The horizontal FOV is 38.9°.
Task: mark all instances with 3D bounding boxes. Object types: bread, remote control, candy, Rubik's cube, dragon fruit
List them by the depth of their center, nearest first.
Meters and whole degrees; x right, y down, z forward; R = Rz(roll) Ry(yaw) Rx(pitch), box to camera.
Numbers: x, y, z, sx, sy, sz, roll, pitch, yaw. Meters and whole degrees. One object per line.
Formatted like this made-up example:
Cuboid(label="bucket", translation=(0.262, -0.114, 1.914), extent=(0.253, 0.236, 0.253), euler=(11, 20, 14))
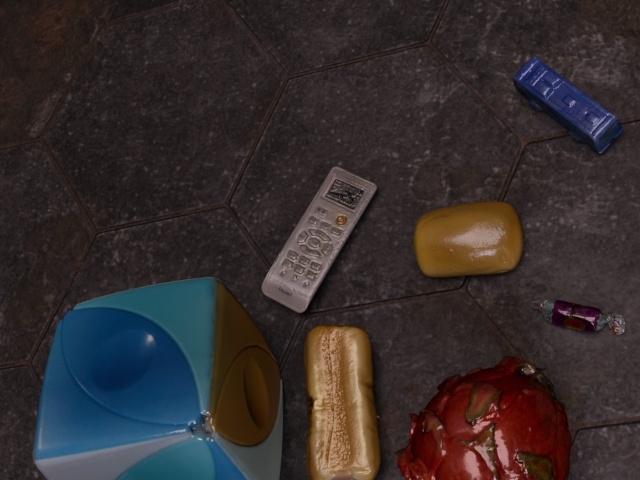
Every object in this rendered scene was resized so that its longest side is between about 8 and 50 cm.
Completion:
Cuboid(label="dragon fruit", translation=(0.278, 0.361, 1.520), extent=(0.342, 0.277, 0.277), euler=(-43, 62, 6))
Cuboid(label="Rubik's cube", translation=(-0.278, 0.310, 1.652), extent=(0.351, 0.347, 0.352), euler=(-15, 46, 11))
Cuboid(label="candy", translation=(0.468, 0.139, 1.661), extent=(0.174, 0.045, 0.043), euler=(11, 40, 25))
Cuboid(label="bread", translation=(0.041, 0.311, 1.721), extent=(0.141, 0.091, 0.305), euler=(-6, 68, 11))
Cuboid(label="bread", translation=(0.282, -0.006, 1.756), extent=(0.217, 0.098, 0.147), euler=(-9, 63, 15))
Cuboid(label="remote control", translation=(0.000, 0.000, 1.884), extent=(0.109, 0.055, 0.313), euler=(26, 76, 21))

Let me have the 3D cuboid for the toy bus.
Cuboid(label="toy bus", translation=(0.484, -0.273, 1.784), extent=(0.079, 0.094, 0.236), euler=(-44, 62, 0))
